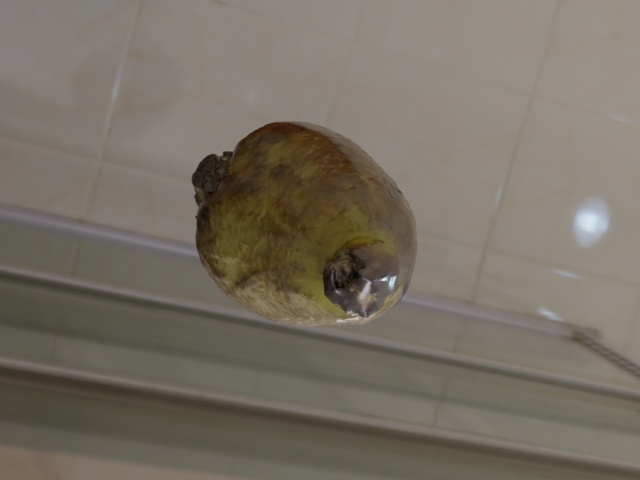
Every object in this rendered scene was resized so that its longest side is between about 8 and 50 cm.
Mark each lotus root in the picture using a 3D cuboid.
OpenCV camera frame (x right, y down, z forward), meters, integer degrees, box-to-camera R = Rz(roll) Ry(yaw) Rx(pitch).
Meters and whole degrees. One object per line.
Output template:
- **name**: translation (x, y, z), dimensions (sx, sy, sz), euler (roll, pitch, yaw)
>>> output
- **lotus root**: translation (0.000, 0.000, 0.643), dimensions (0.190, 0.094, 0.108), euler (30, -72, 58)
